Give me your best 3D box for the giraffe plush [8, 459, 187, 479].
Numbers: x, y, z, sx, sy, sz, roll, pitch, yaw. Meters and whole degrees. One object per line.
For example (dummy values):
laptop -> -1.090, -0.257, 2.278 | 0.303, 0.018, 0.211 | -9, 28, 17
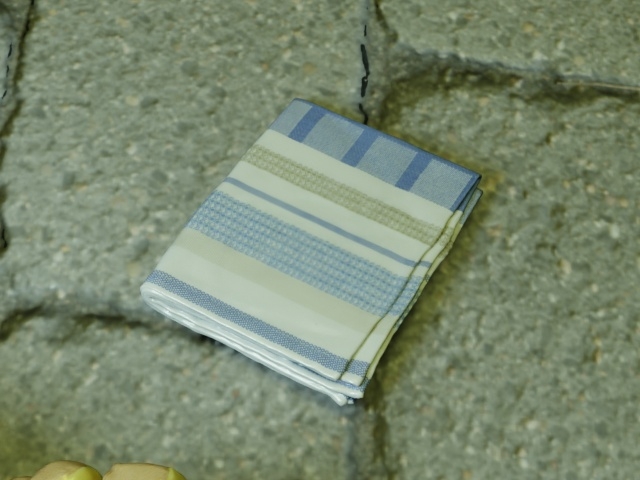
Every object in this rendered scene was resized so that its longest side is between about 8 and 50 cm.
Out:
giraffe plush -> -0.130, 0.262, 1.004 | 0.210, 0.181, 0.170 | 31, 56, -30

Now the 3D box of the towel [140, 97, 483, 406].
towel -> 0.000, 0.000, 1.296 | 0.209, 0.034, 0.285 | 25, 50, 13
